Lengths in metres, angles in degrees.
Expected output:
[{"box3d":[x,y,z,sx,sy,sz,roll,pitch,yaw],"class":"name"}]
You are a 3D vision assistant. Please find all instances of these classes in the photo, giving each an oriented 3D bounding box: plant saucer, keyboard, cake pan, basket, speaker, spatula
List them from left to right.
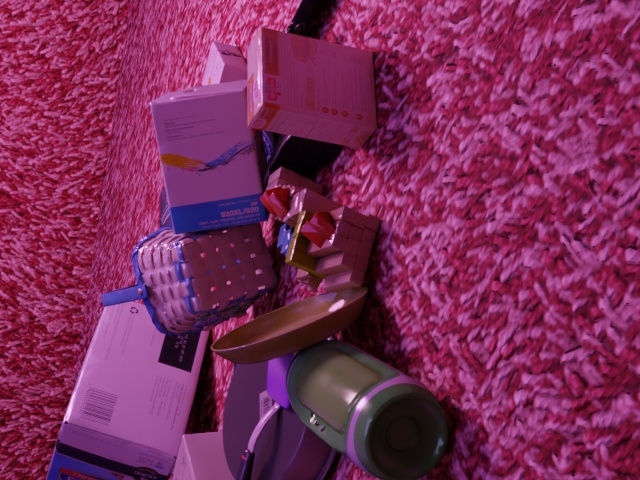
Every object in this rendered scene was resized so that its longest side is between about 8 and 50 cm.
[{"box3d":[-0.238,0.066,2.051,0.289,0.254,0.201,-7,100,55],"class":"basket"},{"box3d":[-0.092,0.294,1.687,0.084,0.030,0.297,27,100,59],"class":"spatula"},{"box3d":[-0.065,0.263,1.740,0.293,0.054,0.293,-30,52,48],"class":"cake pan"},{"box3d":[-0.051,-0.357,1.999,0.317,0.033,0.201,-58,6,48],"class":"keyboard"},{"box3d":[-0.038,0.125,1.610,0.241,0.241,0.037,-6,107,69],"class":"plant saucer"},{"box3d":[0.052,0.212,1.442,0.296,0.131,0.131,-160,79,-69],"class":"speaker"}]

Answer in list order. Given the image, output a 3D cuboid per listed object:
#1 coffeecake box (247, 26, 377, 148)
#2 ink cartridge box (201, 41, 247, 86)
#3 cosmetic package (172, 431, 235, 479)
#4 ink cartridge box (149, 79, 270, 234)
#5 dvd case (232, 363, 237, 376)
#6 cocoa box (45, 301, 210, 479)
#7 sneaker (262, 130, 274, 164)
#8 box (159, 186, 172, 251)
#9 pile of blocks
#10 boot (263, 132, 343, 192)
[{"box3d":[-0.014,-0.229,1.700,0.068,0.185,0.142,133,141,-56],"class":"coffeecake box"},{"box3d":[-0.210,-0.360,2.433,0.181,0.061,0.104,-117,41,-57],"class":"ink cartridge box"},{"box3d":[-0.152,0.476,1.819,0.309,0.113,0.160,-113,30,-45],"class":"cosmetic package"},{"box3d":[-0.185,-0.151,1.975,0.171,0.168,0.233,-82,-17,-76],"class":"ink cartridge box"},{"box3d":[-0.125,0.330,1.959,0.253,0.022,0.180,-111,26,-53],"class":"dvd case"},{"box3d":[-0.387,0.331,2.283,0.347,0.231,0.228,-81,14,-46],"class":"cocoa box"},{"box3d":[-0.124,-0.213,2.146,0.232,0.090,0.081,45,125,39],"class":"sneaker"},{"box3d":[-0.318,-0.080,2.606,0.233,0.059,0.183,133,142,-55],"class":"box"},{"box3d":[-0.036,-0.018,1.735,0.149,0.112,0.362,-64,22,5],"class":"pile of blocks"},{"box3d":[-0.037,-0.216,1.898,0.263,0.091,0.229,-45,36,51],"class":"boot"}]
